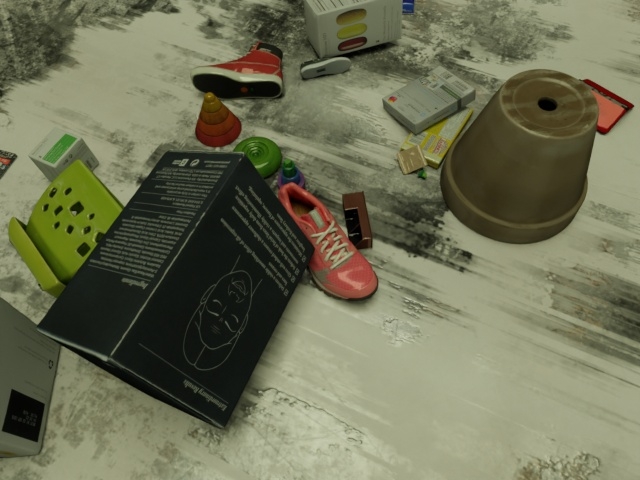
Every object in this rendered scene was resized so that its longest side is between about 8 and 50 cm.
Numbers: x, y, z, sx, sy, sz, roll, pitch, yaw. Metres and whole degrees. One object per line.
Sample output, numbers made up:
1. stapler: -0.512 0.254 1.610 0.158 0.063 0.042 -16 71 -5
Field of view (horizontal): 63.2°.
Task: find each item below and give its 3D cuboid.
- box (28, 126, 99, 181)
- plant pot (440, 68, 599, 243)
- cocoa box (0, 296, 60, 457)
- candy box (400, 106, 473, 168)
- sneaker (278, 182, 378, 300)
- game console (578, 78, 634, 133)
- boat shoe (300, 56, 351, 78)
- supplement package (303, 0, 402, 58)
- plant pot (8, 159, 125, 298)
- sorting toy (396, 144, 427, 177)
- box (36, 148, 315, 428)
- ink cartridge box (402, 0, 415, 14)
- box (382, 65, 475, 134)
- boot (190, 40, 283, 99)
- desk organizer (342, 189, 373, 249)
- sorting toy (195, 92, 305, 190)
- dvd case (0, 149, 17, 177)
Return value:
1. box: -0.616 -0.196 1.255 0.087 0.102 0.101 22 64 16
2. plant pot: 0.442 -0.199 1.123 0.323 0.280 0.323 -1 59 2
3. cocoa box: -0.643 0.226 0.871 0.228 0.347 0.231 -4 60 0
4. candy box: 0.295 -0.277 1.315 0.105 0.027 0.206 28 65 17
5. sneaker: -0.001 0.000 1.102 0.116 0.136 0.314 -36 65 -16
6. game console: 0.716 -0.350 1.353 0.144 0.085 0.124 42 100 23
7. boat shoe: 0.012 -0.484 1.433 0.142 0.049 0.040 -12 60 -3
8. supplement package: 0.089 -0.623 1.450 0.244 0.139 0.133 -18 51 -8
9. plant pot: -0.470 0.014 1.065 0.207 0.228 0.227 -40 67 -13
10. sorting toy: 0.226 -0.184 1.262 0.062 0.012 0.083 -21 80 15
11. box: -0.229 0.079 0.942 0.212 0.293 0.395 8 58 35
12. ink cartridge box: 0.218 -0.839 1.623 0.166 0.065 0.332 3 61 3
13. box: 0.276 -0.362 1.333 0.186 0.038 0.145 -31 51 -10
14. boot: -0.224 -0.475 1.416 0.244 0.088 0.176 1 59 -7
15. desk organizer: 0.083 -0.045 1.178 0.050 0.047 0.130 -8 60 0
16. sorting toy: -0.179 -0.247 1.258 0.365 0.126 0.127 40 68 22
17. dvd case: -0.831 -0.179 1.303 0.087 0.013 0.119 14 60 10
